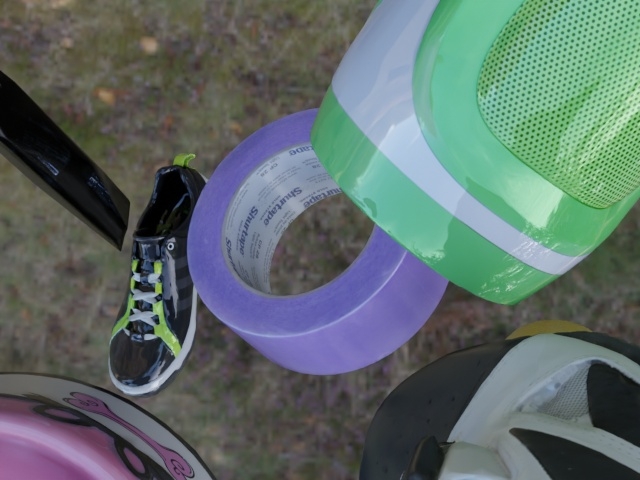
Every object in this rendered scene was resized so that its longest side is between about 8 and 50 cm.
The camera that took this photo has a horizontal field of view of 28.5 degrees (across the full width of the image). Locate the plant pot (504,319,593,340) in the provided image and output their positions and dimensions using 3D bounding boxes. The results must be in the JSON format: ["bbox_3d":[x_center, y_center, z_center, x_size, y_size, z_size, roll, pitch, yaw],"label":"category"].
[{"bbox_3d":[0.154,0.109,0.830,0.134,0.095,0.134,7,137,6],"label":"plant pot"}]

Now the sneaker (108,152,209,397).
[{"bbox_3d":[-0.160,0.028,1.189,0.084,0.234,0.097,4,157,26],"label":"sneaker"}]

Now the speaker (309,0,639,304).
[{"bbox_3d":[0.127,-0.119,0.459,0.131,0.131,0.296,26,111,-37],"label":"speaker"}]

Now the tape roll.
[{"bbox_3d":[0.000,0.000,0.951,0.189,0.189,0.080,-12,149,20],"label":"tape roll"}]

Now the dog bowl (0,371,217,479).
[{"bbox_3d":[-0.250,0.295,0.924,0.408,0.407,0.150,0,169,1],"label":"dog bowl"}]

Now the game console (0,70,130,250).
[{"bbox_3d":[-0.295,-0.127,0.986,0.361,0.044,0.213,35,170,34],"label":"game console"}]

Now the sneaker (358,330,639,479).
[{"bbox_3d":[0.053,0.099,0.337,0.146,0.122,0.330,2,-173,-20],"label":"sneaker"}]
